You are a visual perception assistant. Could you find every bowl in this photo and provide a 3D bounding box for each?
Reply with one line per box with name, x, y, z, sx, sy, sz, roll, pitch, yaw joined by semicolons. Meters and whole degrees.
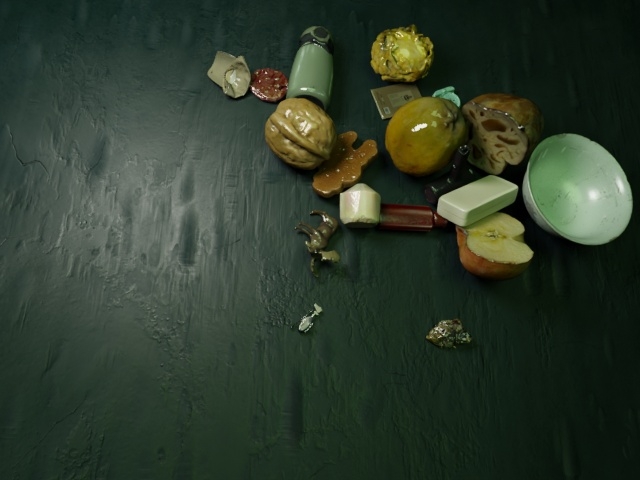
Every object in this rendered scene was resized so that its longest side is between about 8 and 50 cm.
bowl;0.918;-0.166;1.864;0.435;0.196;0.434;3;73;-11

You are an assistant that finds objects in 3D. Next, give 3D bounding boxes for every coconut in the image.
coconut;0.139;-0.125;1.722;0.147;0.147;0.152;2;79;-11

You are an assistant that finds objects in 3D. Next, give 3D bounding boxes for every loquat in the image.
loquat;0.373;-0.374;1.777;0.276;0.284;0.275;12;65;-28

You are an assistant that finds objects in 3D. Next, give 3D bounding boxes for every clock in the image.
clock;0.519;-0.549;1.989;0.101;0.041;0.135;-23;79;-17

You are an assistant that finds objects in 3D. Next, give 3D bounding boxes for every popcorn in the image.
popcorn;0.321;-0.729;1.931;0.250;0.190;0.250;6;68;-16

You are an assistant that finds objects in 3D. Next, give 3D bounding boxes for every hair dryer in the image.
hair dryer;0.483;-0.253;1.781;0.197;0.251;0.089;-28;64;-16

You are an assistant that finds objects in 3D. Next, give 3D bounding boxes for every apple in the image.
apple;0.594;0.041;1.740;0.252;0.163;0.292;5;38;4

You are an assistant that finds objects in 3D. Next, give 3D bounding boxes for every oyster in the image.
oyster;0.436;0.321;1.689;0.148;0.051;0.103;-21;70;-7

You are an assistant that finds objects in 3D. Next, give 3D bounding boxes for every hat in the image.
hat;-0.330;-0.622;1.823;0.175;0.085;0.147;40;107;25

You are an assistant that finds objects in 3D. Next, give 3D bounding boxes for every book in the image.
book;0.311;-0.560;1.963;0.199;0.016;0.138;-16;76;-16

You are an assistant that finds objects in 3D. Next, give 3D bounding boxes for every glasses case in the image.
glasses case;0.574;-0.149;1.796;0.313;0.070;0.131;-23;41;-31

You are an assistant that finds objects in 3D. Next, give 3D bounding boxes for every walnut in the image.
walnut;-0.065;-0.367;1.717;0.257;0.257;0.224;40;102;3

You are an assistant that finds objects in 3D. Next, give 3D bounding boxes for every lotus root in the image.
lotus root;0.690;-0.398;1.840;0.250;0.316;0.316;-31;81;-28

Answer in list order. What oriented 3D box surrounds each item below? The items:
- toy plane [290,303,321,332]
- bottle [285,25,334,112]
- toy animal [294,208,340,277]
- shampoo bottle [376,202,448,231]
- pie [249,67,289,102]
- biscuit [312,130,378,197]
toy plane;-0.040;0.263;1.621;0.121;0.031;0.049;-40;75;-17
bottle;-0.028;-0.639;1.842;0.169;0.168;0.346;10;68;-8
toy animal;0.000;0.000;1.681;0.186;0.094;0.214;44;61;-4
shampoo bottle;0.329;-0.082;1.787;0.261;0.064;0.102;2;67;-11
pie;-0.193;-0.584;1.858;0.154;0.038;0.153;3;70;-8
biscuit;0.079;-0.271;1.787;0.186;0.044;0.295;31;68;27
